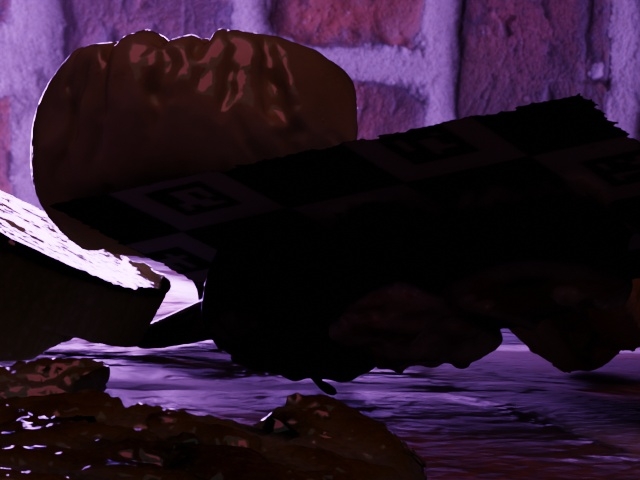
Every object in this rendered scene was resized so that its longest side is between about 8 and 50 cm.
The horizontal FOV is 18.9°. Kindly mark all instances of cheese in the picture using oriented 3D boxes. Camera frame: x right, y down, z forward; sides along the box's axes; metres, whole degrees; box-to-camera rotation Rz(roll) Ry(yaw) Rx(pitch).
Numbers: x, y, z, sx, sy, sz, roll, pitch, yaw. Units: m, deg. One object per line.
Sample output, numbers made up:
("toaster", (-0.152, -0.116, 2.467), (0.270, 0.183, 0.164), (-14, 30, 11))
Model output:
("cheese", (-0.084, -0.053, 1.264), (0.214, 0.117, 0.226), (5, -25, -16))

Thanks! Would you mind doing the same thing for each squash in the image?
("squash", (-0.217, 0.037, 1.359), (0.220, 0.133, 0.220), (18, 4, -1))

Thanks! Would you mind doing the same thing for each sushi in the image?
("sushi", (0.059, 0.041, 1.205), (0.373, 0.100, 0.296), (-10, -24, 30))

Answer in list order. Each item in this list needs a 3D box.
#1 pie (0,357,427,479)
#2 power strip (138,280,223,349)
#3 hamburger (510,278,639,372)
("pie", (-0.107, 0.088, 0.678), (0.302, 0.067, 0.302), (5, 3, 0))
("power strip", (-0.002, -0.001, 1.482), (0.251, 0.092, 0.257), (-32, -6, 20))
("hamburger", (0.189, -0.005, 1.424), (0.108, 0.214, 0.213), (-22, -10, 28))
